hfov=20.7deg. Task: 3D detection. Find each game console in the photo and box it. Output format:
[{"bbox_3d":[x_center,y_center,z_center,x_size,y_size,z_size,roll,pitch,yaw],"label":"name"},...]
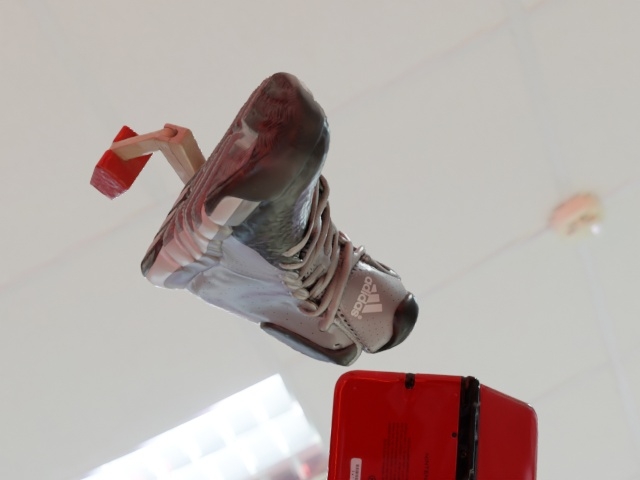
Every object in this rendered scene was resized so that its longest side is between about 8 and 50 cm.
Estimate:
[{"bbox_3d":[0.067,0.157,1.035,0.124,0.144,0.085,3,-17,6],"label":"game console"}]

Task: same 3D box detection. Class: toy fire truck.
[{"bbox_3d":[-0.095,-0.053,1.394,0.047,0.135,0.192,-58,14,-28],"label":"toy fire truck"}]

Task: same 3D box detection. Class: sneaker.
[{"bbox_3d":[0.000,0.000,0.839,0.086,0.132,0.228,-61,8,-17],"label":"sneaker"}]
